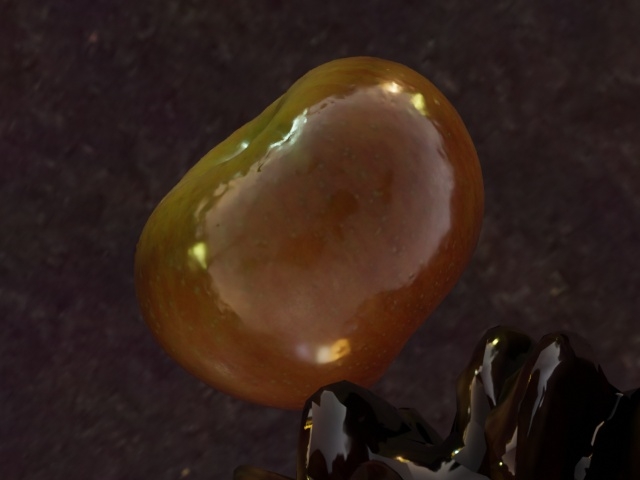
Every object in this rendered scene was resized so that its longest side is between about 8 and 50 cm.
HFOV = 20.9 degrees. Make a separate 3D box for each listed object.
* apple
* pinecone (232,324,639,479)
[{"bbox_3d":[0.000,0.000,1.100,0.235,0.210,0.173,-40,99,12],"label":"apple"},{"bbox_3d":[0.114,0.139,0.372,0.296,0.242,0.298,-18,66,2],"label":"pinecone"}]
